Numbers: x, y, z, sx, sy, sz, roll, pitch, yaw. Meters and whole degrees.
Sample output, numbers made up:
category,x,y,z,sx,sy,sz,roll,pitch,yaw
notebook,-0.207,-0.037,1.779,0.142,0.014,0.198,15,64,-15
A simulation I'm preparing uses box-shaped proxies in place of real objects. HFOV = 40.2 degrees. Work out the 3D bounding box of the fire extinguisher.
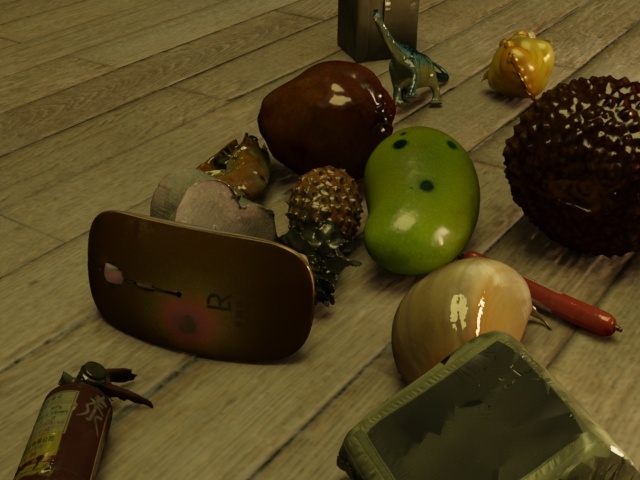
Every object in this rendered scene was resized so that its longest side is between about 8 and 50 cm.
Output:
category,x,y,z,sx,sy,sz,roll,pitch,yaw
fire extinguisher,-0.244,0.207,0.895,0.075,0.106,0.252,-36,24,17

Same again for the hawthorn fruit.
category,x,y,z,sx,sy,sz,roll,pitch,yaw
hawthorn fruit,-0.002,-0.188,1.446,0.248,0.208,0.208,-3,26,30

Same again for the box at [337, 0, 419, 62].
category,x,y,z,sx,sy,sz,roll,pitch,yaw
box,0.131,-0.544,1.990,0.149,0.231,0.155,-9,32,-15

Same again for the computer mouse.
category,x,y,z,sx,sy,sz,roll,pitch,yaw
computer mouse,-0.156,0.053,1.056,0.310,0.158,0.072,11,19,19

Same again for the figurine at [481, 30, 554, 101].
category,x,y,z,sx,sy,sz,roll,pitch,yaw
figurine,0.407,-0.366,1.795,0.156,0.131,0.246,-27,22,25

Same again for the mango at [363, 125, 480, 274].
category,x,y,z,sx,sy,sz,roll,pitch,yaw
mango,0.140,-0.057,1.245,0.175,0.143,0.293,21,38,0

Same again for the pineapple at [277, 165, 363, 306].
category,x,y,z,sx,sy,sz,roll,pitch,yaw
pineapple,0.000,0.000,1.190,0.125,0.125,0.251,4,36,7

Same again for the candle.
category,x,y,z,sx,sy,sz,roll,pitch,yaw
candle,-0.154,0.001,1.162,0.068,0.192,0.168,29,85,42

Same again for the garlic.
category,x,y,z,sx,sy,sz,roll,pitch,yaw
garlic,0.175,0.101,1.016,0.164,0.145,0.245,42,40,6

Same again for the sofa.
category,x,y,z,sx,sy,sz,roll,pitch,yaw
sofa,0.161,0.230,0.820,0.225,0.176,0.210,-37,37,-3

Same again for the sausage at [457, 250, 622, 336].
category,x,y,z,sx,sy,sz,roll,pitch,yaw
sausage,0.277,0.066,1.139,0.034,0.034,0.253,-26,39,-36

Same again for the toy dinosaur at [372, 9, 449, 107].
category,x,y,z,sx,sy,sz,roll,pitch,yaw
toy dinosaur,0.186,-0.333,1.725,0.076,0.147,0.363,-6,-9,30

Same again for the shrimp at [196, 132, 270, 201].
category,x,y,z,sx,sy,sz,roll,pitch,yaw
shrimp,-0.147,-0.119,1.446,0.145,0.061,0.267,-5,31,11

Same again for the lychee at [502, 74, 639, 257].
category,x,y,z,sx,sy,sz,roll,pitch,yaw
lychee,0.396,-0.114,1.229,0.267,0.267,0.267,0,30,0
